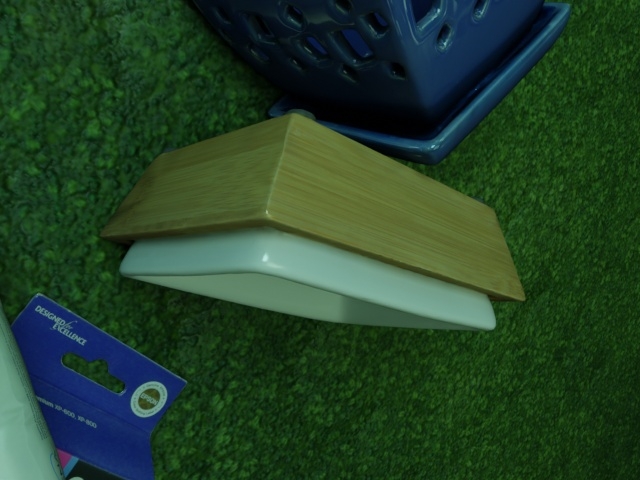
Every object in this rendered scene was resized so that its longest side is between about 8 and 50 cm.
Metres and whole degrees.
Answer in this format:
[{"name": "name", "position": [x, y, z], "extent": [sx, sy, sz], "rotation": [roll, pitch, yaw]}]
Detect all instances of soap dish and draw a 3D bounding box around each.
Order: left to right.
[{"name": "soap dish", "position": [0.000, 0.000, 0.516], "extent": [0.291, 0.229, 0.118], "rotation": [17, 75, -41]}]

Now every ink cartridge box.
[{"name": "ink cartridge box", "position": [-0.266, 0.240, 0.473], "extent": [0.176, 0.069, 0.370], "rotation": [45, 72, -37]}]

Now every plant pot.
[{"name": "plant pot", "position": [0.056, -0.204, 0.491], "extent": [0.236, 0.236, 0.212], "rotation": [-45, 131, -22]}]

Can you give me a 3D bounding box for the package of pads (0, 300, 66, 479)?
[{"name": "package of pads", "position": [-0.312, 0.123, 0.319], "extent": [0.297, 0.101, 0.229], "rotation": [-20, 86, -32]}]
